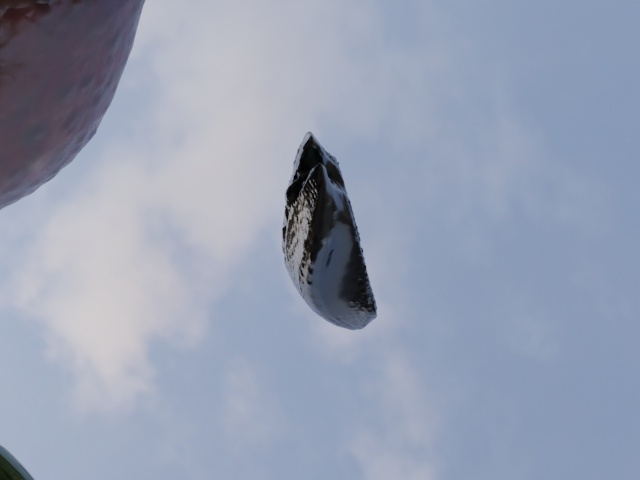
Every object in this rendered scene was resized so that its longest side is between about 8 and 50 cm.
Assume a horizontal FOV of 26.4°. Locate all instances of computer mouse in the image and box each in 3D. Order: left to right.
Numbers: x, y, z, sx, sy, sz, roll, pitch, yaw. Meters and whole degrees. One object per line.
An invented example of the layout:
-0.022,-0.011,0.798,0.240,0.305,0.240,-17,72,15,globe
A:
0.000,0.000,0.776,0.047,0.135,0.079,-15,-136,-1,computer mouse

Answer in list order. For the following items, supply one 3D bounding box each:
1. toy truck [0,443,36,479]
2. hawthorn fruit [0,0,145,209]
-0.144,0.119,0.269,0.125,0.242,0.101,3,-65,47,toy truck
-0.330,-0.200,0.889,0.403,0.403,0.403,-3,-107,11,hawthorn fruit
